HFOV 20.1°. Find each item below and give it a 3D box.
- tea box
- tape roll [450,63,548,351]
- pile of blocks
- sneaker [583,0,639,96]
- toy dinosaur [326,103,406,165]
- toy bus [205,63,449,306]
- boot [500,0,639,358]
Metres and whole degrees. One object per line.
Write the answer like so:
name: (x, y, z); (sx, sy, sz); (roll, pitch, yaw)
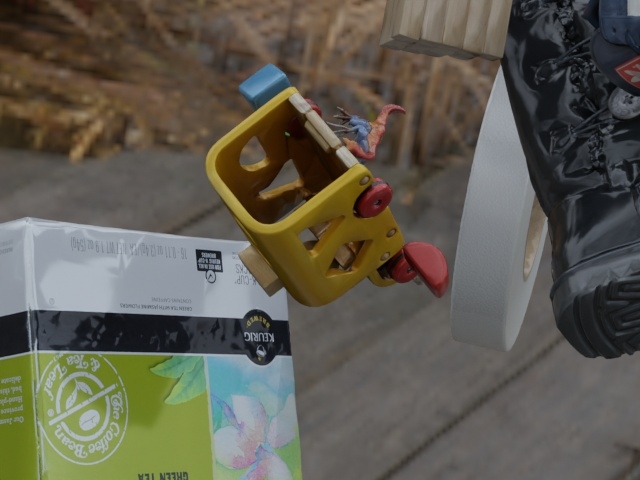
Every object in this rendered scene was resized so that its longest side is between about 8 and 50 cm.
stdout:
tea box: (-0.205, 0.163, 1.673); (0.220, 0.324, 0.329); (-12, -11, 40)
tape roll: (0.238, -0.059, 2.213); (0.072, 0.392, 0.392); (13, 23, 12)
pile of blocks: (0.085, -0.335, 1.685); (0.149, 0.362, 0.112); (-14, 2, -20)
sneaker: (0.307, -0.172, 1.509); (0.131, 0.148, 0.350); (37, 14, -15)
toy dinosaur: (0.035, -0.085, 1.427); (0.090, 0.047, 0.082); (-37, 23, -6)
toy bus: (-0.006, -0.009, 1.242); (0.104, 0.202, 0.191); (-37, 13, -5)
boot: (0.358, -0.132, 1.672); (0.367, 0.146, 0.445); (-11, 48, 8)
